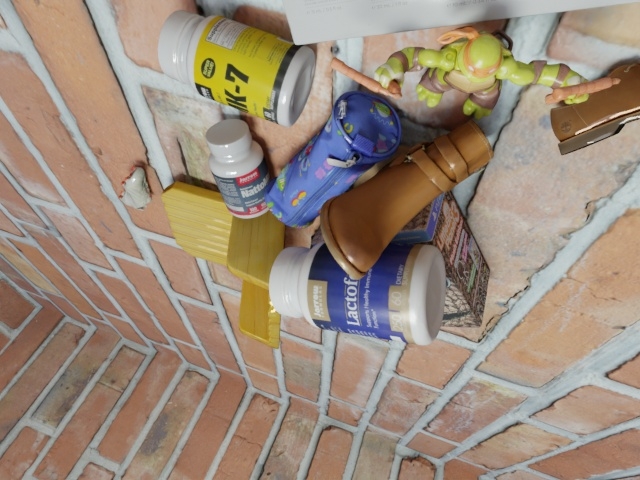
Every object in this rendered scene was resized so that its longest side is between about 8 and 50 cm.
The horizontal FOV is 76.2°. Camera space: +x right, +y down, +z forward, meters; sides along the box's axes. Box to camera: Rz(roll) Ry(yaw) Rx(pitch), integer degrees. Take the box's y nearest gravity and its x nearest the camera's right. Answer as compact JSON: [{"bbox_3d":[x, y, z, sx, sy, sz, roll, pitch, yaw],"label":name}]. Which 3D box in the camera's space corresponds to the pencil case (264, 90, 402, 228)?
[{"bbox_3d":[0.008,-0.123,0.707,0.119,0.133,0.306,32,146,-16],"label":"pencil case"}]

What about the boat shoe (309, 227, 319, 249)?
[{"bbox_3d":[0.001,-0.001,0.956,0.042,0.049,0.133,58,156,10],"label":"boat shoe"}]

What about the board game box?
[{"bbox_3d":[0.169,0.035,0.810,0.232,0.141,0.291,-8,134,38],"label":"board game box"}]

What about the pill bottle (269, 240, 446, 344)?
[{"bbox_3d":[0.058,0.077,0.671,0.265,0.153,0.153,2,140,29],"label":"pill bottle"}]

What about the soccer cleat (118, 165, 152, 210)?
[{"bbox_3d":[-0.466,-0.131,1.048,0.076,0.068,0.196,32,152,-19],"label":"soccer cleat"}]

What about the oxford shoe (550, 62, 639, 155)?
[{"bbox_3d":[0.378,-0.178,0.469,0.212,0.076,0.075,-23,85,35],"label":"oxford shoe"}]

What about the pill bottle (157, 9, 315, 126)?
[{"bbox_3d":[-0.123,-0.260,0.613,0.209,0.119,0.119,21,146,5],"label":"pill bottle"}]

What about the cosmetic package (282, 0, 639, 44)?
[{"bbox_3d":[0.112,-0.354,0.363,0.378,0.097,0.284,6,143,25],"label":"cosmetic package"}]

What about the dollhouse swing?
[{"bbox_3d":[-0.241,0.069,0.997,0.305,0.314,0.346,4,146,-5],"label":"dollhouse swing"}]

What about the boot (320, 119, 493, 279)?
[{"bbox_3d":[0.131,-0.066,0.560,0.220,0.283,0.109,-29,97,29],"label":"boot"}]

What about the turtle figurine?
[{"bbox_3d":[0.157,-0.193,0.462,0.270,0.217,0.087,5,102,10],"label":"turtle figurine"}]

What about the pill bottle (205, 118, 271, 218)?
[{"bbox_3d":[-0.158,-0.139,0.805,0.108,0.107,0.180,11,144,18],"label":"pill bottle"}]
